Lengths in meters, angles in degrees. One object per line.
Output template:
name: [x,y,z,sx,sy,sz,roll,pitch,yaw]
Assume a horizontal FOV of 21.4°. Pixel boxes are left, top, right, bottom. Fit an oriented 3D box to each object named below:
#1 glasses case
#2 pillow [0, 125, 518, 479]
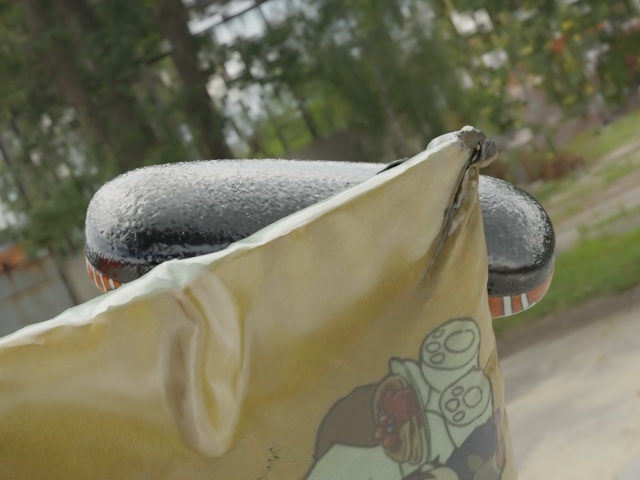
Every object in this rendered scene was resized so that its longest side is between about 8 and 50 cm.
glasses case: [0.000,0.000,0.962,0.266,0.067,0.103,2,33,-2]
pillow: [-0.036,0.130,0.788,0.312,0.310,0.119,-21,36,-14]
